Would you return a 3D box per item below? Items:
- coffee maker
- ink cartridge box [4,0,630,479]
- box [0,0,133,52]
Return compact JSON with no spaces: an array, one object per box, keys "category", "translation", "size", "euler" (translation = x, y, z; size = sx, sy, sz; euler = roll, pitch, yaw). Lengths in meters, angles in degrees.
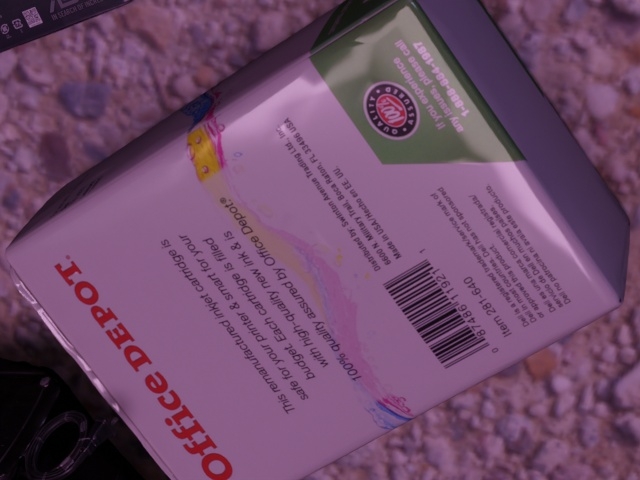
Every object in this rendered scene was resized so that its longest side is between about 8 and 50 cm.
[{"category":"coffee maker","translation":[-0.156,0.169,1.103],"size":[0.120,0.171,0.178],"euler":[-46,126,-15]},{"category":"ink cartridge box","translation":[0.000,0.000,1.029],"size":[0.278,0.117,0.201],"euler":[-31,104,22]},{"category":"box","translation":[-0.230,-0.184,1.027],"size":[0.233,0.059,0.183],"euler":[-19,109,20]}]
